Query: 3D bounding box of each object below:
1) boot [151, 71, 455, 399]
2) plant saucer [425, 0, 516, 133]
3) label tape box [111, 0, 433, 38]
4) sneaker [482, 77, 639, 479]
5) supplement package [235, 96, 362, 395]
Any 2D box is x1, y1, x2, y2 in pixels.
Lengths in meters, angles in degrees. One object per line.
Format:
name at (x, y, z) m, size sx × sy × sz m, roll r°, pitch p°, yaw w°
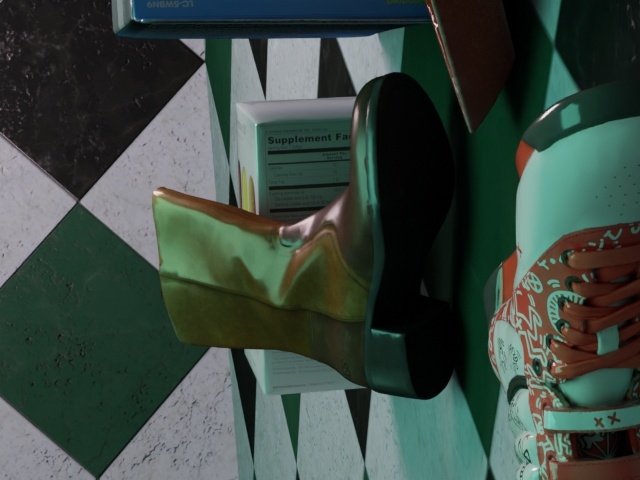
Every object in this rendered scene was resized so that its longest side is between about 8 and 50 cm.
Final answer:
boot at (-0.022, -0.017, 1.301) m, size 0.280 × 0.096 × 0.264 m, roll 12°, pitch 123°, yaw 40°
plant saucer at (0.065, -0.244, 1.044) m, size 0.259 × 0.048 × 0.258 m, roll 66°, pitch -172°, yaw -47°
label tape box at (-0.039, -0.219, 1.289) m, size 0.333 × 0.240 × 0.106 m, roll -155°, pitch 64°, yaw -78°
sneaker at (0.141, 0.042, 0.784) m, size 0.270 × 0.090 × 0.145 m, roll 98°, pitch 164°, yaw -64°
supplement package at (0.000, 0.000, 1.452) m, size 0.139 × 0.134 × 0.244 m, roll -132°, pitch 39°, yaw -74°
